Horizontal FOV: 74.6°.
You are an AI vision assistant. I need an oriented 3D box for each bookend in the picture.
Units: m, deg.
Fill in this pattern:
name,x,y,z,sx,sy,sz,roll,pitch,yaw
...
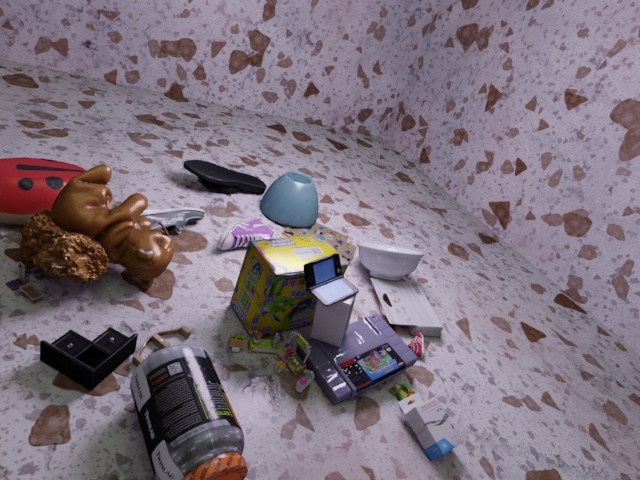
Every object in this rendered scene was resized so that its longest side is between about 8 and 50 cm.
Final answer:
name,x,y,z,sx,sy,sz,roll,pitch,yaw
bookend,-0.589,0.274,1.079,0.156,0.072,0.157,27,30,8

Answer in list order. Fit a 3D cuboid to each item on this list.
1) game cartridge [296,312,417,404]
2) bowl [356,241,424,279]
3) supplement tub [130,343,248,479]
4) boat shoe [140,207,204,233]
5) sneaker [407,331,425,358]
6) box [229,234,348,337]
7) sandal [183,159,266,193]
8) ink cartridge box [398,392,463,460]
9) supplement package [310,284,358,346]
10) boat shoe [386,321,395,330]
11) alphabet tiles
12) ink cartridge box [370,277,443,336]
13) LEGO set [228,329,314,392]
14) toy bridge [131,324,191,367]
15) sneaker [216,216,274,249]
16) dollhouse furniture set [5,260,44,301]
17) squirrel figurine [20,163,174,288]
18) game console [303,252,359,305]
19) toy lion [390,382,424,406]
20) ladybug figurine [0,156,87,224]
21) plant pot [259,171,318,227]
name,x,y,z,sx,sy,sz,roll,pitch,yaw
game cartridge,0.127,0.374,1.377,0.356,0.068,0.230,-13,40,-35
bowl,0.296,0.096,1.852,0.299,0.133,0.298,9,4,-1
supplement tub,-0.294,0.407,0.941,0.194,0.193,0.316,-3,38,-37
boat shoe,-0.590,-0.070,1.645,0.320,0.116,0.098,-9,85,-53
sneaker,0.350,0.381,1.569,0.067,0.042,0.118,21,32,-9
box,-0.108,0.148,1.400,0.290,0.279,0.177,-5,39,-40
sandal,-0.463,-0.283,2.058,0.446,0.106,0.167,12,28,-43
ink cartridge box,0.324,0.537,1.244,0.104,0.060,0.180,-6,54,-39
supplement package,0.043,0.228,1.336,0.105,0.179,0.105,16,30,10
boat shoe,0.244,0.333,1.577,0.049,0.041,0.133,39,32,30
alphabet tiles,0.000,0.000,1.982,0.343,0.011,0.285,24,30,3
ink cartridge box,0.340,0.270,1.726,0.239,0.060,0.275,6,34,-18
LEGO set,-0.132,0.323,1.273,0.287,0.107,0.132,29,30,11
toy bridge,-0.454,0.289,1.192,0.063,0.026,0.188,31,31,17
sneaker,-0.288,-0.010,1.717,0.161,0.102,0.282,33,31,11
dollhouse furniture set,-0.812,0.106,1.190,0.114,0.081,0.091,33,31,17
squirrel figurine,-0.676,0.014,1.309,0.371,0.281,0.397,39,42,6
game console,0.034,0.114,1.267,0.144,0.123,0.085,-17,14,-39
toy lion,0.285,0.503,1.344,0.096,0.034,0.100,10,31,-34
ladybug figurine,-0.984,-0.183,1.461,0.450,0.161,0.305,-5,39,-39
plant pot,-0.131,-0.220,2.049,0.291,0.195,0.290,15,28,-8
